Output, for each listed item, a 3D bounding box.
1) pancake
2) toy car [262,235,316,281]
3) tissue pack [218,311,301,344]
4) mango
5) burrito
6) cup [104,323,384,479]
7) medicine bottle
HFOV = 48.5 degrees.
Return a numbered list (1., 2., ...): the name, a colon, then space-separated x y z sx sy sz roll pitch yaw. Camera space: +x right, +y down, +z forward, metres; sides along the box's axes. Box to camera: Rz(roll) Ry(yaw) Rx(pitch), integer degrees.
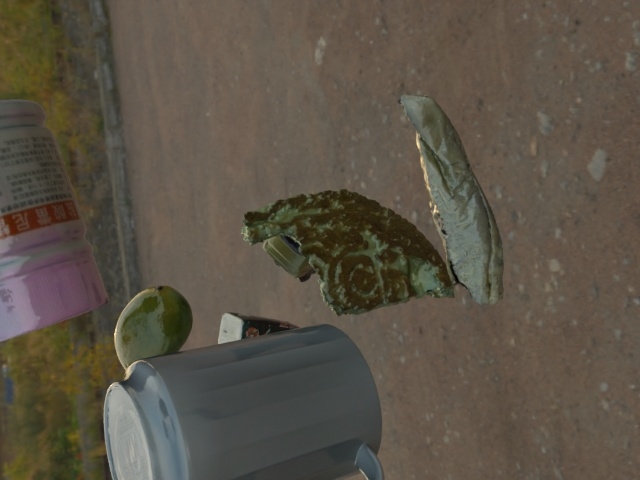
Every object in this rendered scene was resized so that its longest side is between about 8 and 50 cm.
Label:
1. pancake: 0.052 0.029 1.137 0.054 0.377 0.197 139 154 -70
2. toy car: 0.000 0.000 1.393 0.101 0.257 0.124 43 111 17
3. tissue pack: -0.135 0.219 1.623 0.103 0.170 0.090 5 84 55
4. mango: -0.300 0.165 1.251 0.191 0.122 0.085 -57 12 14
5. burrito: 0.133 -0.043 0.718 0.063 0.058 0.229 -12 103 59
6. cup: -0.089 0.278 0.962 0.323 0.327 0.236 42 129 44
7. medicine bottle: -0.450 -0.024 1.025 0.202 0.202 0.315 -10 99 66
